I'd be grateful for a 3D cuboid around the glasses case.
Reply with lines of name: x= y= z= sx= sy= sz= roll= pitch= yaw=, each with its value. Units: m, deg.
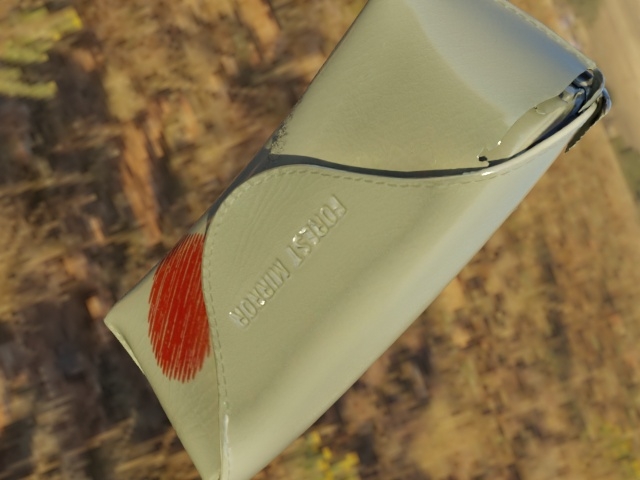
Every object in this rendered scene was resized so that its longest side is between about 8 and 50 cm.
glasses case: x=-0.002 y=-0.002 z=0.793 sx=0.128 sy=0.308 sz=0.083 roll=45 pitch=23 yaw=10
